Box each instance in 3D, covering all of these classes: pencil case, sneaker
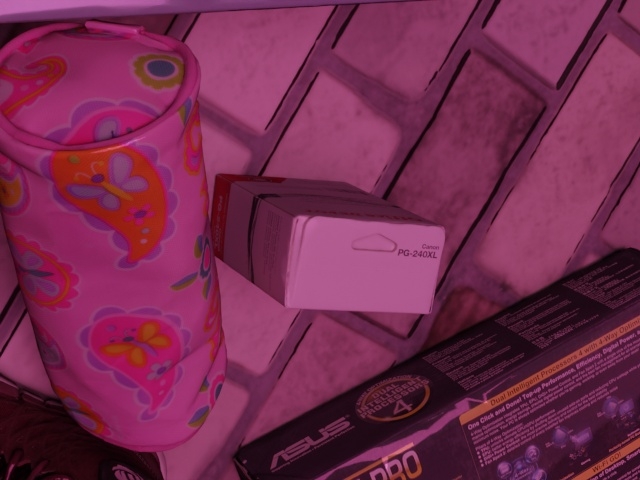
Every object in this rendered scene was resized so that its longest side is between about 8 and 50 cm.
[{"bbox_3d":[-0.120,0.006,0.688,0.124,0.124,0.284,-22,141,-18],"label":"pencil case"},{"bbox_3d":[-0.207,0.147,0.717,0.281,0.162,0.107,17,97,-28],"label":"sneaker"}]

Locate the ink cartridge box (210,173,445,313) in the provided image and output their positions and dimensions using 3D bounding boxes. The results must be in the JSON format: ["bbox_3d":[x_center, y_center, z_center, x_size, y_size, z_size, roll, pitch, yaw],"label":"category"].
[{"bbox_3d":[0.000,0.000,0.779,0.109,0.150,0.063,4,102,-25],"label":"ink cartridge box"}]

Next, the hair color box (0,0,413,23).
[{"bbox_3d":[-0.083,-0.194,0.668,0.374,0.185,0.114,-7,107,-23],"label":"hair color box"}]

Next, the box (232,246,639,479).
[{"bbox_3d":[0.161,0.231,0.949,0.394,0.097,0.318,-26,115,-16],"label":"box"}]
